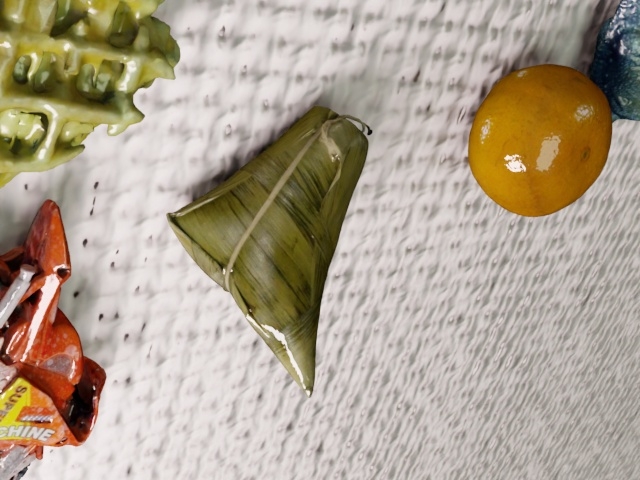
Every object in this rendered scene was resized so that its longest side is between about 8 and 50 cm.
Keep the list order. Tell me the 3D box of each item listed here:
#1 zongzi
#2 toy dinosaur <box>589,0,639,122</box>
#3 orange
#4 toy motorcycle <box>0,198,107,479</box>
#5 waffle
[{"bbox_3d":[0.002,-0.001,0.852,0.205,0.204,0.094,-39,157,-2],"label":"zongzi"},{"bbox_3d":[0.328,-0.189,1.018,0.147,0.076,0.363,-14,137,-18],"label":"toy dinosaur"},{"bbox_3d":[0.219,-0.102,0.980,0.156,0.124,0.156,-20,122,-36],"label":"orange"},{"bbox_3d":[-0.271,0.107,0.831,0.171,0.089,0.298,-19,134,-24],"label":"toy motorcycle"},{"bbox_3d":[-0.246,-0.144,0.637,0.317,0.073,0.297,-32,138,-8],"label":"waffle"}]
